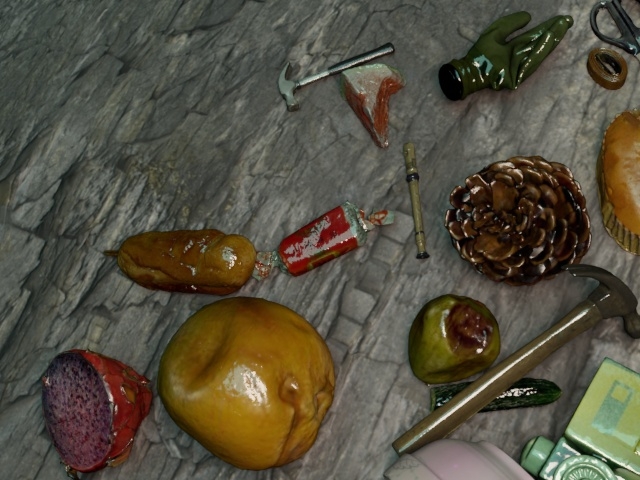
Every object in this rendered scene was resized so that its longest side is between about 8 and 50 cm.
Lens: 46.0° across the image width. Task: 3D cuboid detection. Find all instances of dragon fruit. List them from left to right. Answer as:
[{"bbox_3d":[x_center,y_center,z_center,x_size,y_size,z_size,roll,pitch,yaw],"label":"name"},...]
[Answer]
[{"bbox_3d":[-0.381,0.294,1.352,0.218,0.148,0.223,-38,72,32],"label":"dragon fruit"}]

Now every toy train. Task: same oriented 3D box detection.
[{"bbox_3d":[0.502,0.354,1.082,0.397,0.160,0.253,29,74,23],"label":"toy train"}]

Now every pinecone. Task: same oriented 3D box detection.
[{"bbox_3d":[0.320,-0.029,1.221,0.224,0.272,0.224,5,100,26],"label":"pinecone"}]

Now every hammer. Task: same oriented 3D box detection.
[{"bbox_3d":[0.031,-0.352,1.529,0.246,0.029,0.103,-23,67,4],"label":"hammer"},{"bbox_3d":[0.298,0.204,1.166,0.440,0.044,0.168,-38,107,1],"label":"hammer"}]

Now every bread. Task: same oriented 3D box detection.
[{"bbox_3d":[-0.278,0.035,1.425,0.344,0.084,0.124,3,79,25],"label":"bread"},{"bbox_3d":[0.555,-0.099,1.244,0.179,0.133,0.250,-6,68,17],"label":"bread"}]

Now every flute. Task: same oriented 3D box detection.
[{"bbox_3d":[0.176,-0.077,1.390,0.027,0.027,0.232,-8,68,12],"label":"flute"}]

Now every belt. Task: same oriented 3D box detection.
[{"bbox_3d":[0.527,-0.317,1.381,0.059,0.036,0.083,-33,67,0],"label":"belt"}]

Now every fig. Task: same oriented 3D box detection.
[{"bbox_3d":[0.215,0.165,1.244,0.144,0.154,0.165,46,118,10],"label":"fig"}]

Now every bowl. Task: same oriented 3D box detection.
[{"bbox_3d":[0.237,0.391,1.068,0.144,0.287,0.287,-41,66,-12],"label":"bowl"}]

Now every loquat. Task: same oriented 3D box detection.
[{"bbox_3d":[-0.118,0.233,1.235,0.284,0.276,0.275,-6,68,32],"label":"loquat"}]

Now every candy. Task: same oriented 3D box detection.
[{"bbox_3d":[0.000,0.001,1.390,0.292,0.059,0.086,-26,67,5],"label":"candy"}]

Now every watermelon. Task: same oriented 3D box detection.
[{"bbox_3d":[0.084,-0.267,1.450,0.121,0.098,0.158,11,77,19],"label":"watermelon"}]

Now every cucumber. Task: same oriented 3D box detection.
[{"bbox_3d":[0.283,0.254,1.227,0.215,0.052,0.058,-9,95,10],"label":"cucumber"}]

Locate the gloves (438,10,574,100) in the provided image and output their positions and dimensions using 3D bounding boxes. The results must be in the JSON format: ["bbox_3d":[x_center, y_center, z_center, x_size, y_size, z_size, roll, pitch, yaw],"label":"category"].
[{"bbox_3d":[0.345,-0.344,1.399,0.268,0.107,0.135,-28,77,-1],"label":"gloves"}]

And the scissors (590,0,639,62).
[{"bbox_3d":[0.597,-0.332,1.377,0.109,0.022,0.299,-24,67,9],"label":"scissors"}]
